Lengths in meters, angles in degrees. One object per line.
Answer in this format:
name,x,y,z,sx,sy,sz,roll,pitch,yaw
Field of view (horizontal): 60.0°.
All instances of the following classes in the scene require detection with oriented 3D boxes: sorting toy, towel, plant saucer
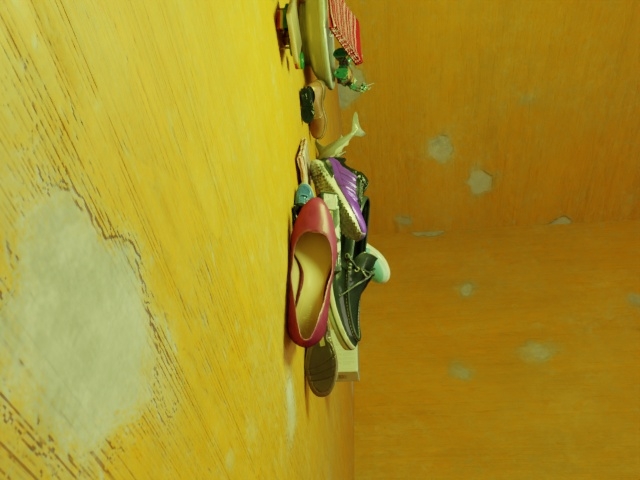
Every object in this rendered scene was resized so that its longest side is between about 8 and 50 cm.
sorting toy,-0.086,-0.563,1.463,0.132,0.046,0.274,-86,171,-48
towel,0.083,-0.750,1.911,0.275,0.031,0.198,24,58,-64
plant saucer,-0.013,-0.738,1.977,0.400,0.101,0.400,-3,90,-83
towel,-0.051,-0.224,1.711,0.197,0.029,0.144,-87,172,-64

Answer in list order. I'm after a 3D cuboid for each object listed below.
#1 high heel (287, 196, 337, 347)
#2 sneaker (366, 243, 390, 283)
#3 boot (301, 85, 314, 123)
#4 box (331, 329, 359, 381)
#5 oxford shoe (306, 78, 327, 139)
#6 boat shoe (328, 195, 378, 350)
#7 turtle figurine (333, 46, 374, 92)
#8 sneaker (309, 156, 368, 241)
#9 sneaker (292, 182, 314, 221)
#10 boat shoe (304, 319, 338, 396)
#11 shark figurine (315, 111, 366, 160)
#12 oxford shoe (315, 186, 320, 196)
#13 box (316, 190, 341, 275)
high heel,-0.015,0.069,1.355,0.181,0.127,0.376,122,-31,-83
sneaker,0.117,0.073,2.127,0.127,0.319,0.208,-48,174,32
boot,-0.042,-0.450,1.832,0.099,0.045,0.121,-79,164,-76
box,0.072,0.413,1.995,0.091,0.130,0.170,78,11,-51
oxford shoe,-0.026,-0.453,1.947,0.076,0.076,0.212,-36,131,-46
boat shoe,0.097,0.084,1.707,0.187,0.156,0.499,40,47,-70
turtle figurine,0.113,-0.629,2.091,0.234,0.118,0.175,6,63,-68
sneaker,0.090,-0.140,1.648,0.293,0.146,0.102,63,-25,22
sneaker,-0.046,-0.098,1.527,0.084,0.058,0.152,95,1,-72
boat shoe,0.003,0.323,1.603,0.095,0.095,0.257,87,2,-69
shark figurine,0.040,-0.369,2.140,0.116,0.278,0.166,51,40,4
oxford shoe,0.090,-0.180,2.164,0.140,0.147,0.397,-63,154,-16
box,0.000,0.000,1.589,0.183,0.059,0.232,135,-43,-65
